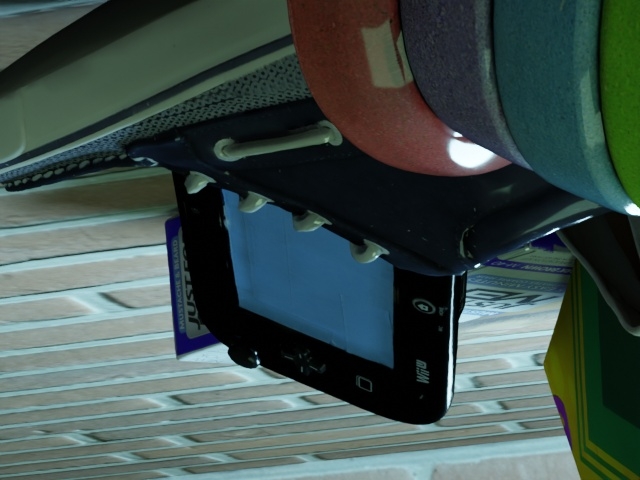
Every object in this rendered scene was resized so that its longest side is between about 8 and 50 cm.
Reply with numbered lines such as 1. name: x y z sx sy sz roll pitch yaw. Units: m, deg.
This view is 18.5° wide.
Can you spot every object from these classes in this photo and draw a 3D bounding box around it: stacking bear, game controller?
1. stacking bear: 0.151 -0.072 0.551 0.289 0.175 0.164 15 -160 31
2. game controller: 0.000 0.000 1.054 0.166 0.067 0.319 30 154 19

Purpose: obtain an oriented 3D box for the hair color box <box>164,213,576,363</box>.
1. hair color box: 0.072 0.002 1.255 0.185 0.110 0.339 5 165 -39

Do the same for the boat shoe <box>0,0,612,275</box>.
1. boat shoe: -0.017 -0.044 0.846 0.340 0.158 0.127 -17 -158 40

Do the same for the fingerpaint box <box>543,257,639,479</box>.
1. fingerpaint box: 0.371 0.025 1.061 0.445 0.163 0.371 -13 158 -6

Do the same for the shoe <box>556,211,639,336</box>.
1. shoe: 0.124 -0.043 0.865 0.058 0.219 0.076 -4 143 -27
